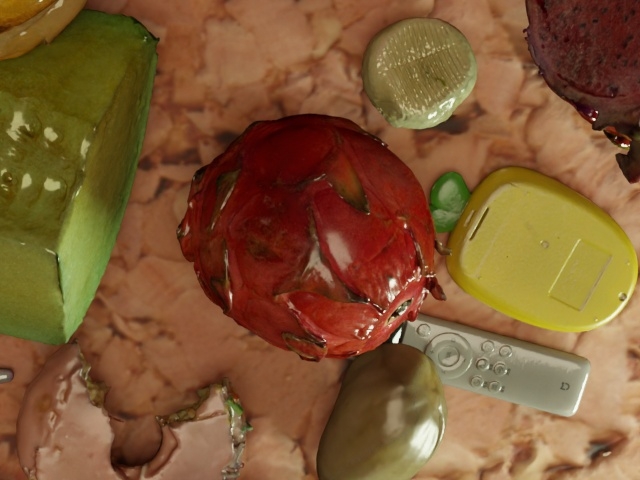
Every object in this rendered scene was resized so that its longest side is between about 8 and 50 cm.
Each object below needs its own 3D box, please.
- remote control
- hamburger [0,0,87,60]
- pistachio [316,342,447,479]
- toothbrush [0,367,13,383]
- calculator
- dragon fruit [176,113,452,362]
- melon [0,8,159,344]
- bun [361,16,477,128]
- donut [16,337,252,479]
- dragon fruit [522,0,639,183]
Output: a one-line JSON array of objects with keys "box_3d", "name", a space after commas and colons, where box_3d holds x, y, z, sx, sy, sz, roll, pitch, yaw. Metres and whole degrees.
[{"box_3d": [0.149, 0.121, 1.921, 0.261, 0.029, 0.067, 15, 102, -6], "name": "remote control"}, {"box_3d": [-0.334, -0.317, 1.713, 0.289, 0.170, 0.314, 7, 77, 1], "name": "hamburger"}, {"box_3d": [0.060, 0.185, 1.883, 0.124, 0.124, 0.185, 36, 117, -9], "name": "pistachio"}, {"box_3d": [-0.456, 0.149, 1.905, 0.286, 0.020, 0.025, -6, 96, -1], "name": "toothbrush"}, {"box_3d": [0.213, 0.007, 1.898, 0.234, 0.032, 0.146, 26, 100, -9], "name": "calculator"}, {"box_3d": [-0.009, -0.004, 1.785, 0.241, 0.252, 0.241, -19, 131, -23], "name": "dragon fruit"}, {"box_3d": [-0.361, -0.089, 1.766, 0.343, 0.226, 0.331, 19, 103, 7], "name": "melon"}, {"box_3d": [0.096, -0.164, 1.837, 0.115, 0.069, 0.115, 1, 82, -9], "name": "bun"}, {"box_3d": [-0.194, 0.209, 1.897, 0.232, 0.085, 0.199, 17, 100, -6], "name": "donut"}, {"box_3d": [0.364, -0.195, 1.765, 0.263, 0.296, 0.314, 23, 99, -42], "name": "dragon fruit"}]
